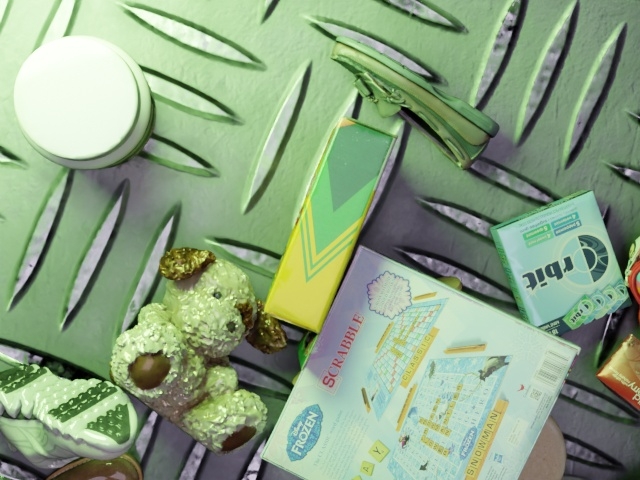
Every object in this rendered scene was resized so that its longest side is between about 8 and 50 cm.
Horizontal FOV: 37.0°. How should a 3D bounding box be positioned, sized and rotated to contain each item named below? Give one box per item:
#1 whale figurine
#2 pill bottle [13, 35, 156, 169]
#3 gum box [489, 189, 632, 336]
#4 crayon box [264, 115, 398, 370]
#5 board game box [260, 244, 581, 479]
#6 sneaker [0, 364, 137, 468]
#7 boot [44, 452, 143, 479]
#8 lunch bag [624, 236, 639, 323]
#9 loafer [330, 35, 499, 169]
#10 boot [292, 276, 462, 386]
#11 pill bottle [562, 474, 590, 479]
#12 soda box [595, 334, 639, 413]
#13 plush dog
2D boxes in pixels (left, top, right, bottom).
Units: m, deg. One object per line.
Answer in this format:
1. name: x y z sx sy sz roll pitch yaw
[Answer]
1. whale figurine: 0.221 0.336 1.375 0.216 0.141 0.272 42 88 -14
2. pill bottle: -0.291 -0.168 1.193 0.161 0.283 0.161 -1 94 -8
3. gum box: 0.357 0.039 1.421 0.157 0.041 0.184 -22 97 -6
4. crayon box: 0.000 0.000 1.286 0.081 0.202 0.319 21 91 -3
5. board game box: 0.130 0.213 1.275 0.318 0.066 0.319 26 93 7
6. sneaker: -0.334 0.245 1.251 0.110 0.292 0.118 -22 110 -43
7. boot: -0.382 0.398 1.314 0.305 0.115 0.112 -29 96 -6
8. lunch bag: 0.584 0.091 1.388 0.258 0.120 0.293 -31 105 28
9. loafer: 0.124 -0.191 1.347 0.267 0.096 0.084 28 96 -11
10. boot: 0.125 0.208 1.384 0.295 0.104 0.211 -35 105 -2
11. pill bottle: 0.373 0.436 1.432 0.086 0.086 0.152 8 93 -8
12. soda box: 0.527 0.252 1.365 0.263 0.092 0.083 40 91 31
13. plush dog: -0.173 0.131 1.310 0.262 0.210 0.225 46 72 -36
